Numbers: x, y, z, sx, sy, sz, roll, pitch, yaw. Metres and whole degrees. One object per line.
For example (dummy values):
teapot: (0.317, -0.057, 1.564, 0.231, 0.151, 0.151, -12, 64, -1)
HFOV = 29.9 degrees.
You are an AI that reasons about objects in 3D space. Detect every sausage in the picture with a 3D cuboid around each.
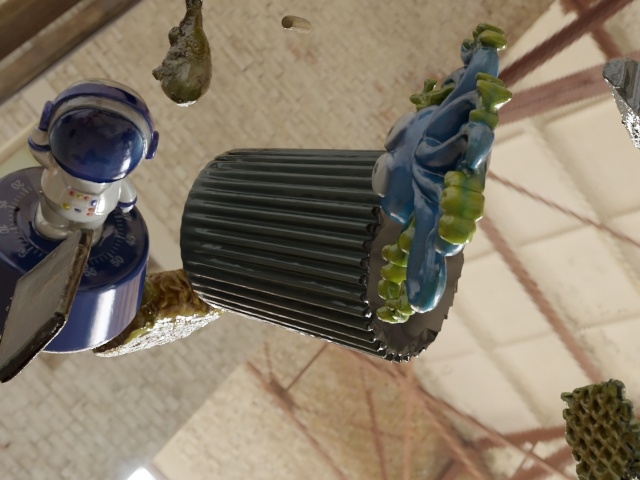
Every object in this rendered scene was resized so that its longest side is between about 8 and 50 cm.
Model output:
sausage: (-0.035, -0.342, 1.896, 0.024, 0.132, 0.024, 2, -83, 13)

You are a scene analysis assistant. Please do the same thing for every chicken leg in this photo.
chicken leg: (-0.201, -0.285, 1.772, 0.093, 0.178, 0.070, 4, -8, 14)

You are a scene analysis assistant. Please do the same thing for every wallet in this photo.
wallet: (-0.310, 0.070, 1.347, 0.122, 0.232, 0.031, -41, -69, 14)

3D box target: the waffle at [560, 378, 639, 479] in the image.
waffle: (0.526, 0.364, 2.201, 0.223, 0.054, 0.204, 145, -61, -63)

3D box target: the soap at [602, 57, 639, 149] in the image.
soap: (0.477, -0.075, 1.506, 0.258, 0.302, 0.159, 5, -21, 24)

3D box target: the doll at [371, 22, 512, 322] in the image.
doll: (0.122, -0.084, 1.341, 0.099, 0.346, 0.341, 16, -9, -7)

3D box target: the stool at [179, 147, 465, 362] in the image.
stool: (0.000, 0.000, 1.727, 0.330, 0.297, 0.297, 10, -45, 33)

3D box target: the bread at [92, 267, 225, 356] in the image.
bread: (-0.266, 0.116, 1.953, 0.181, 0.222, 0.096, -30, -103, 42)

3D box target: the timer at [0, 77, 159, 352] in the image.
timer: (-0.331, -0.060, 1.613, 0.270, 0.270, 0.383, 37, -47, 10)
